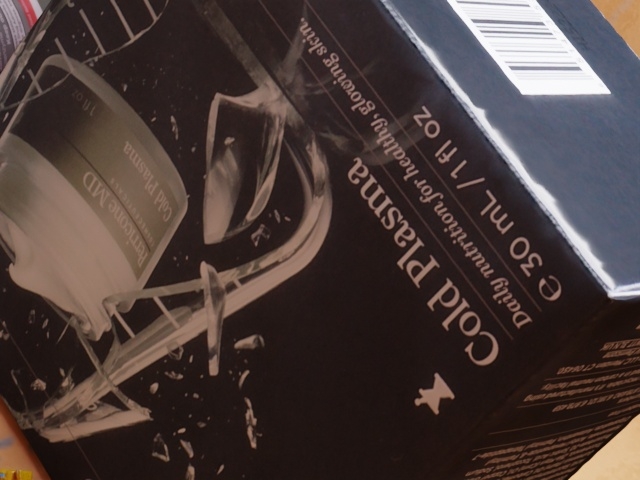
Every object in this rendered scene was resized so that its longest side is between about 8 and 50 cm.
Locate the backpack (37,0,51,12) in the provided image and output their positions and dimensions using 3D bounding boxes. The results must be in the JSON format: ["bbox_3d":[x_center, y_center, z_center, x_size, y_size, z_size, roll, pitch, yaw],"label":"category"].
[{"bbox_3d":[-0.191,-0.210,1.770,0.225,0.191,0.253,36,22,-3],"label":"backpack"}]

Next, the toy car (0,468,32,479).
[{"bbox_3d":[-0.244,0.199,1.336,0.040,0.060,0.122,0,5,14],"label":"toy car"}]

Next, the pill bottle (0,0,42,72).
[{"bbox_3d":[-0.356,-0.136,1.510,0.161,0.161,0.283,45,29,7],"label":"pill bottle"}]

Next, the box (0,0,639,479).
[{"bbox_3d":[0.000,0.000,1.425,0.297,0.472,0.480,-6,54,-51],"label":"box"}]
